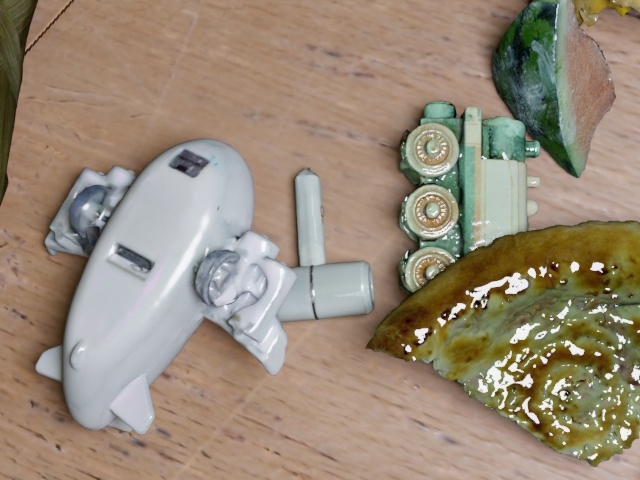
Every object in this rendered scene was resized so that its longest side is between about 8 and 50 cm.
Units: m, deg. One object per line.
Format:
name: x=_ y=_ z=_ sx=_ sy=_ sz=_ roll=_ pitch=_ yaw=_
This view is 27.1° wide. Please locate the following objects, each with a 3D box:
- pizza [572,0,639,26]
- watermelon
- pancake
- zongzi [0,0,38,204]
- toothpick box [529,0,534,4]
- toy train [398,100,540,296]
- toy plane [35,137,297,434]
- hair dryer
pizza: x=0.413 y=-0.312 z=1.094 sx=0.434 sy=0.080 sz=0.392 roll=19 pitch=82 yaw=2
watermelon: x=0.188 y=-0.142 z=1.103 sx=0.101 sy=0.155 sz=0.080 roll=36 pitch=78 yaw=33
pancake: x=0.221 y=0.083 z=1.051 sx=0.376 sy=0.054 sz=0.197 roll=-4 pitch=93 yaw=-5
zongzi: x=-0.287 y=-0.144 z=1.173 sx=0.242 sy=0.112 sz=0.221 roll=-27 pitch=78 yaw=3
toothpick box: x=0.190 y=-0.241 z=1.146 sx=0.047 sy=0.047 sz=0.083 roll=-19 pitch=81 yaw=6
toy train: x=0.126 y=-0.021 z=1.112 sx=0.125 sy=0.081 sz=0.194 roll=1 pitch=84 yaw=0
toy plane: x=-0.137 y=0.038 z=1.120 sx=0.266 sy=0.122 sz=0.267 roll=-7 pitch=73 yaw=23
hair dryer: x=0.000 y=0.000 z=1.146 sx=0.082 sy=0.047 sz=0.137 roll=-7 pitch=74 yaw=7
